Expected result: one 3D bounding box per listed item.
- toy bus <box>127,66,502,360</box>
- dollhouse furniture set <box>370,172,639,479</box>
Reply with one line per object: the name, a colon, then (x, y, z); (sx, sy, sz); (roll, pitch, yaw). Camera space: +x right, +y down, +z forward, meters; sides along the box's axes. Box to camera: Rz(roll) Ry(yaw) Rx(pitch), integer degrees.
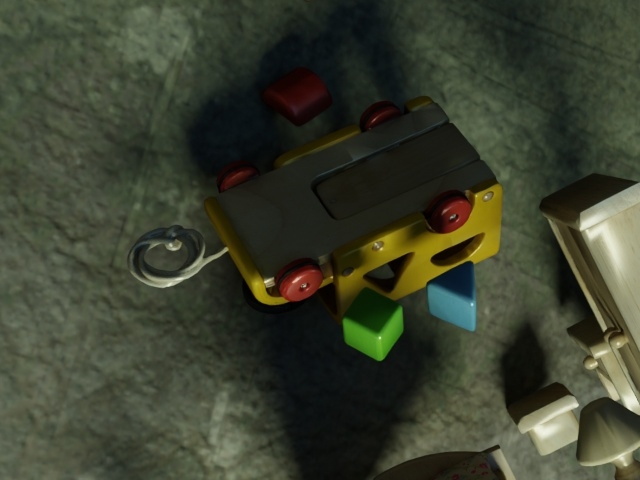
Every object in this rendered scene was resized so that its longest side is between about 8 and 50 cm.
toy bus: (0.013, -0.001, 0.822); (0.104, 0.202, 0.191); (82, 25, -52)
dollhouse furniture set: (0.062, 0.113, 0.825); (0.356, 0.303, 0.173); (-27, 95, 2)
